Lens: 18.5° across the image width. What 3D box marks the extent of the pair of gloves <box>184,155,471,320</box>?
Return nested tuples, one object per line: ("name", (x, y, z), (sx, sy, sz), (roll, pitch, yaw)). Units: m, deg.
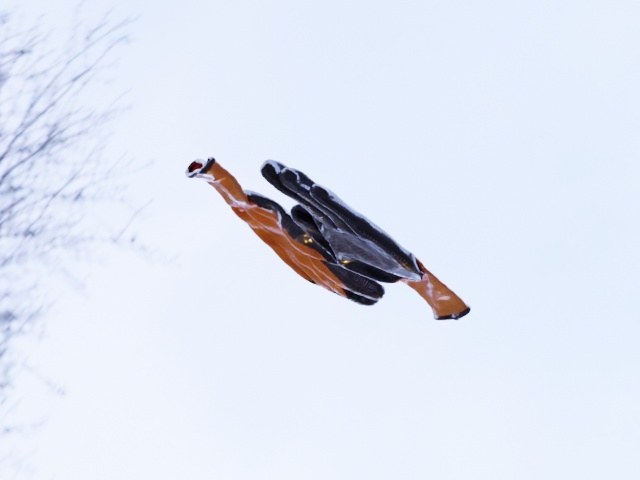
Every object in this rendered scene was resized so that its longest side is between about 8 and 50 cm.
("pair of gloves", (0.000, 0.000, 0.576), (0.074, 0.083, 0.010), (39, -105, -21))
